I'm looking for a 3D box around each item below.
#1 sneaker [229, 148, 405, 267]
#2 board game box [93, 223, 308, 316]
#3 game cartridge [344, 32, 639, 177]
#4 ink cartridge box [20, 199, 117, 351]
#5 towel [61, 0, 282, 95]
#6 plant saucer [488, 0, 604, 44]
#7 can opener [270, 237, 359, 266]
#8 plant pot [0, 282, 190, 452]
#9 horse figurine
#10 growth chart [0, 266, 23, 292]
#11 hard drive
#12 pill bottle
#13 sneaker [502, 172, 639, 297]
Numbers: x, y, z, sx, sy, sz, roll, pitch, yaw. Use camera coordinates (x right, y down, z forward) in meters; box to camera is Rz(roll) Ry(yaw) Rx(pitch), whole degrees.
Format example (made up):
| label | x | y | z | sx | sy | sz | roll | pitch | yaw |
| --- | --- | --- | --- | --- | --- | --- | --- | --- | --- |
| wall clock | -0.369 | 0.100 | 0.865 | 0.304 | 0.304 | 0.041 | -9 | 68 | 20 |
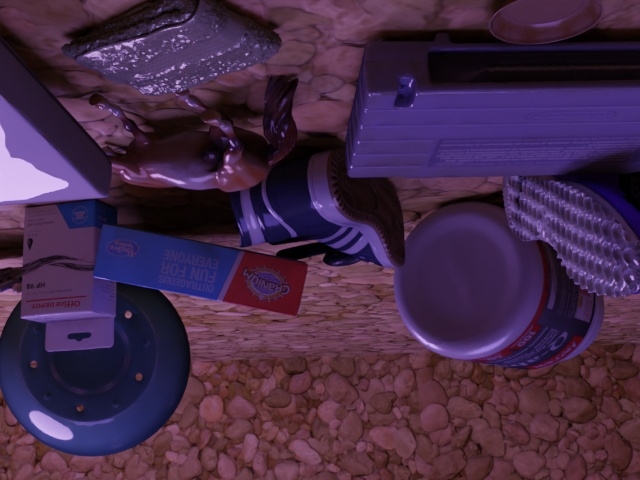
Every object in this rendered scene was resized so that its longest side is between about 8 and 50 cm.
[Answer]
| label | x | y | z | sx | sy | sz | roll | pitch | yaw |
| --- | --- | --- | --- | --- | --- | --- | --- | --- | --- |
| sneaker | -0.002 | -0.027 | 1.082 | 0.153 | 0.099 | 0.282 | -9 | 161 | 20 |
| board game box | -0.139 | 0.040 | 1.197 | 0.242 | 0.064 | 0.316 | 11 | 177 | 0 |
| game cartridge | 0.204 | -0.115 | 0.831 | 0.354 | 0.068 | 0.230 | -1 | 171 | -3 |
| ink cartridge box | -0.318 | 0.046 | 1.168 | 0.104 | 0.180 | 0.060 | -6 | 166 | 15 |
| towel | -0.114 | -0.147 | 0.712 | 0.148 | 0.027 | 0.110 | -11 | 165 | 34 |
| plant saucer | 0.166 | -0.169 | 0.681 | 0.083 | 0.015 | 0.083 | -2 | 167 | 0 |
| can opener | 0.000 | 0.000 | 1.306 | 0.186 | 0.059 | 0.073 | 0 | -163 | 40 |
| plant pot | -0.328 | 0.171 | 1.331 | 0.292 | 0.293 | 0.235 | 1 | 171 | -11 |
| horse figurine | -0.127 | -0.090 | 0.874 | 0.263 | 0.066 | 0.174 | -4 | 160 | 23 |
| growth chart | -0.507 | 0.061 | 1.395 | 0.237 | 0.021 | 0.172 | -5 | -164 | 19 |
| hard drive | -0.389 | -0.090 | 0.780 | 0.352 | 0.047 | 0.233 | -3 | 156 | 14 |
| pill bottle | 0.276 | 0.078 | 1.330 | 0.210 | 0.210 | 0.363 | -10 | 165 | 32 |
| sneaker | 0.307 | -0.032 | 0.970 | 0.146 | 0.102 | 0.293 | -10 | -161 | -8 |
